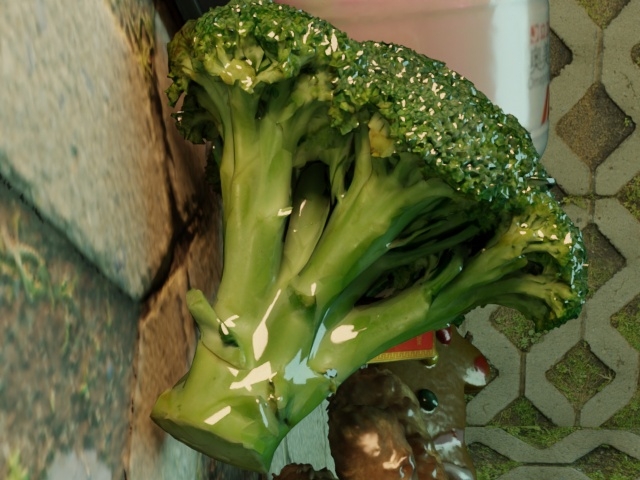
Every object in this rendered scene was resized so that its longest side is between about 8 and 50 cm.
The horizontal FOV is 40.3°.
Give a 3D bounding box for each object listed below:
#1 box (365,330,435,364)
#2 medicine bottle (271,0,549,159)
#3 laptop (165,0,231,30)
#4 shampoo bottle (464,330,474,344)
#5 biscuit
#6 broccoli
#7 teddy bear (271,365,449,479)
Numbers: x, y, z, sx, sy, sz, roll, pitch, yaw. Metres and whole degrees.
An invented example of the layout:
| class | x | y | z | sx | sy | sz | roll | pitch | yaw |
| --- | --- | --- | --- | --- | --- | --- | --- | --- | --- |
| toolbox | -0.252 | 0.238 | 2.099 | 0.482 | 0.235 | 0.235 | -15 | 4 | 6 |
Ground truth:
| class | x | y | z | sx | sy | sz | roll | pitch | yaw |
| --- | --- | --- | --- | --- | --- | --- | --- | --- | --- |
| box | 0.040 | 0.047 | 0.872 | 0.240 | 0.074 | 0.153 | 9 | 84 | -59 |
| medicine bottle | 0.079 | -0.218 | 0.798 | 0.256 | 0.256 | 0.325 | -69 | 155 | -69 |
| laptop | -0.080 | -0.213 | 0.483 | 0.207 | 0.026 | 0.154 | 69 | 22 | -66 |
| shampoo bottle | 0.166 | 0.187 | 1.531 | 0.057 | 0.207 | 0.063 | -24 | 116 | -86 |
| biscuit | 0.164 | 0.178 | 1.397 | 0.064 | 0.283 | 0.432 | -42 | -157 | 44 |
| broccoli | 0.000 | 0.000 | 0.500 | 0.254 | 0.269 | 0.269 | -16 | -108 | 61 |
| teddy bear | -0.007 | 0.217 | 0.611 | 0.246 | 0.222 | 0.296 | -63 | -147 | 13 |
